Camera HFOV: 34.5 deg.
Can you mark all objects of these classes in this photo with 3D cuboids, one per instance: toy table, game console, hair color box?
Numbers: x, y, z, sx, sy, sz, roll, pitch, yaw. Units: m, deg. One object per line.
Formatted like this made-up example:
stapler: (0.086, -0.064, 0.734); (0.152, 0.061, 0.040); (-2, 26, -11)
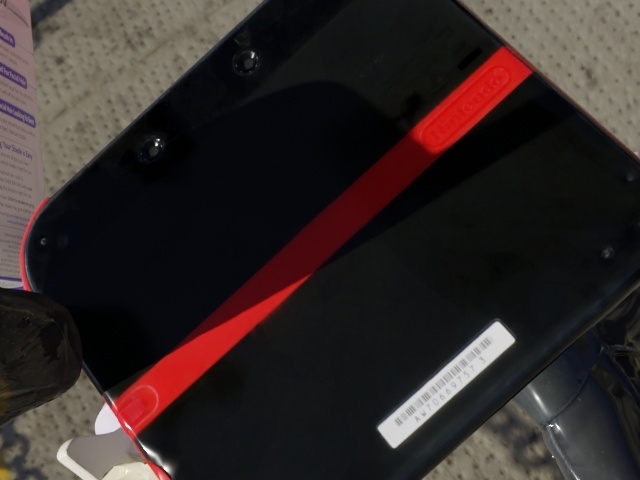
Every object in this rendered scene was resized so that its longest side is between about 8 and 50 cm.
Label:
toy table: (-0.260, 0.333, 1.538); (0.274, 0.252, 0.161); (-41, 18, 44)
game console: (0.000, 0.000, 0.721); (0.386, 0.060, 0.342); (-43, 70, 3)
hair color box: (-0.382, -0.118, 1.103); (0.110, 0.185, 0.338); (-6, 84, 7)

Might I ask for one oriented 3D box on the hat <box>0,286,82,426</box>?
hat: (-0.316, 0.060, 0.605); (0.331, 0.331, 0.134); (-27, 68, 7)

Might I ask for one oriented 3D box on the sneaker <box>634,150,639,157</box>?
sneaker: (0.450, -0.058, 1.415); (0.085, 0.086, 0.237); (32, 39, -4)

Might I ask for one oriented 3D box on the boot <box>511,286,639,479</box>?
boot: (0.389, 0.223, 1.096); (0.367, 0.146, 0.445); (-17, 61, -39)
